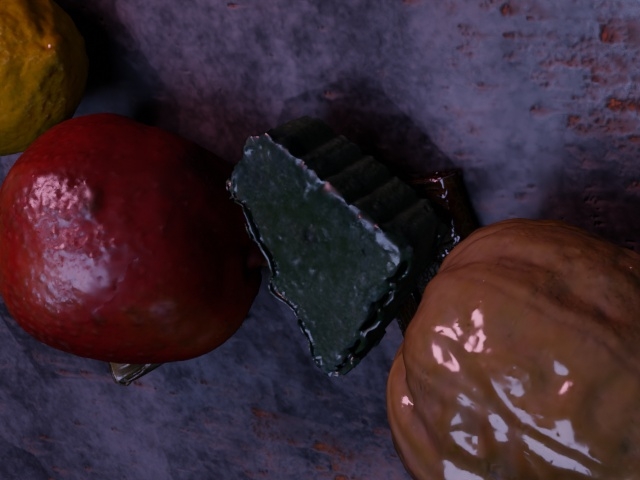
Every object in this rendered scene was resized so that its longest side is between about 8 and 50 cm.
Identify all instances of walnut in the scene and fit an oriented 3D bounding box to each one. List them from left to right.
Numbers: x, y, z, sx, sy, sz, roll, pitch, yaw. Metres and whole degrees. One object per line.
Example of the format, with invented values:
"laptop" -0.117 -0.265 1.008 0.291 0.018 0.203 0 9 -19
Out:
"walnut" 0.229 0.147 1.215 0.344 0.306 0.306 37 132 15

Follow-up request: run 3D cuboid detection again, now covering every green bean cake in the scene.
"green bean cake" 0.000 0.000 1.363 0.208 0.107 0.193 39 130 11

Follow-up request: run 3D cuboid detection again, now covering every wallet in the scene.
"wallet" 0.118 0.052 1.405 0.133 0.039 0.243 -6 110 42

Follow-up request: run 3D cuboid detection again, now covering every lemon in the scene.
"lemon" -0.362 -0.188 1.505 0.260 0.204 0.204 5 119 39

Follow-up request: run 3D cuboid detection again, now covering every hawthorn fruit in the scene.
"hawthorn fruit" -0.179 0.004 1.449 0.307 0.265 0.265 13 124 11

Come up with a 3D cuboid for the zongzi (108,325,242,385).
"zongzi" -0.201 0.053 1.623 0.184 0.084 0.187 -26 95 29
